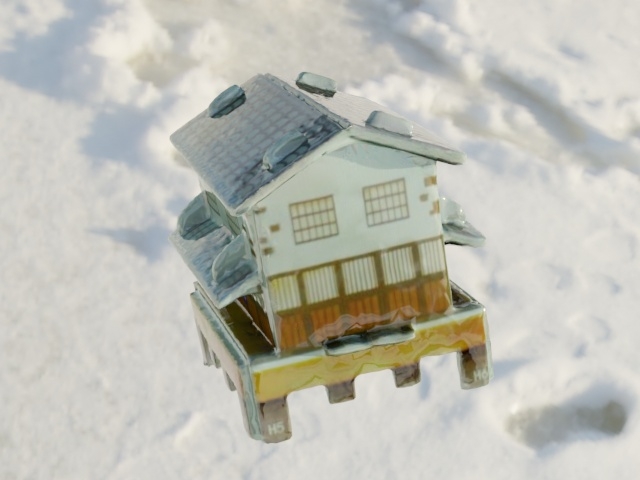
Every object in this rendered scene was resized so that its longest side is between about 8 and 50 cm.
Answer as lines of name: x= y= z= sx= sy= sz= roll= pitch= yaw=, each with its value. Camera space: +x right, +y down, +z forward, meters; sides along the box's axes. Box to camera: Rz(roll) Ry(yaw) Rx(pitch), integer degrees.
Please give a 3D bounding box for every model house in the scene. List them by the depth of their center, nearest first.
model house: x=0.000 y=0.000 z=0.968 sx=0.198 sy=0.215 sz=0.224 roll=-15 pitch=19 yaw=-11
